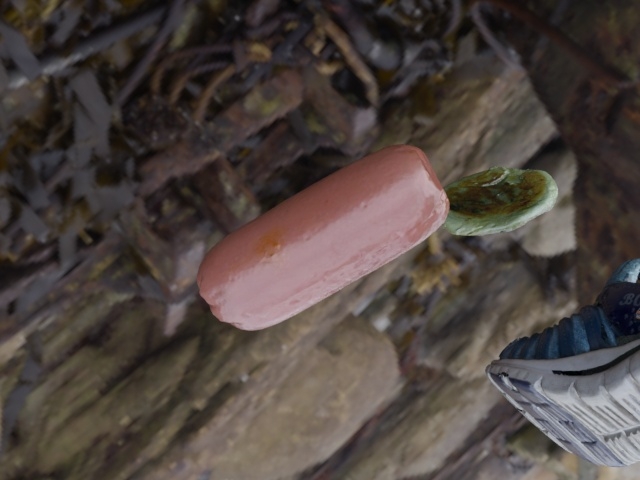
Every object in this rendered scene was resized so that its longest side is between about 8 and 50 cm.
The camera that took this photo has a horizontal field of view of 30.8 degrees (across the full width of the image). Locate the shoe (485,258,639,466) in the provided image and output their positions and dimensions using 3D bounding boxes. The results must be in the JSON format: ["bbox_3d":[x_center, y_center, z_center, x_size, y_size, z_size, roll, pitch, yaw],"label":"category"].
[{"bbox_3d":[0.181,0.064,0.665,0.207,0.091,0.106,-27,-154,53],"label":"shoe"}]

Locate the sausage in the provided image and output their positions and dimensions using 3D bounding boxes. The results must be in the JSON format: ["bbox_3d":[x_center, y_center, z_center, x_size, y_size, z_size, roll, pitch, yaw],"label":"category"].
[{"bbox_3d":[0.000,0.000,0.674,0.154,0.062,0.062,-30,160,9],"label":"sausage"}]

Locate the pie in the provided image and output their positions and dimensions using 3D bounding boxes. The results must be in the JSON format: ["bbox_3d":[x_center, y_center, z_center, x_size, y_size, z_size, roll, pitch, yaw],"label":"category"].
[{"bbox_3d":[0.115,-0.027,0.765,0.085,0.085,0.017,-32,123,-28],"label":"pie"}]
